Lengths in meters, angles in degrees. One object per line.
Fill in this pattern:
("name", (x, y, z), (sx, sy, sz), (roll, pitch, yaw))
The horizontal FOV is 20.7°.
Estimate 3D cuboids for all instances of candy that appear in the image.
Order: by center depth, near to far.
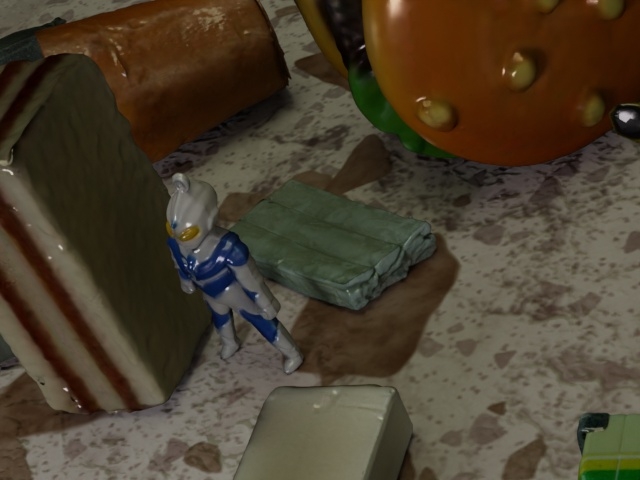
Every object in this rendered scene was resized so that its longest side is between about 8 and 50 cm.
("candy", (-0.225, 0.000, 1.590), (0.135, 0.320, 0.179), (-8, 41, 25))

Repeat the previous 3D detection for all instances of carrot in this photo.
("carrot", (-0.167, -0.180, 1.923), (0.254, 0.196, 0.196), (-22, 35, -8))

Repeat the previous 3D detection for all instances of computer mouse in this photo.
("computer mouse", (-0.399, -0.207, 2.176), (0.229, 0.068, 0.113), (-30, 21, -30))

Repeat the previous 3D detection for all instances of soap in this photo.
("soap", (-0.007, 0.199, 1.425), (0.121, 0.063, 0.183), (-3, 39, 24))

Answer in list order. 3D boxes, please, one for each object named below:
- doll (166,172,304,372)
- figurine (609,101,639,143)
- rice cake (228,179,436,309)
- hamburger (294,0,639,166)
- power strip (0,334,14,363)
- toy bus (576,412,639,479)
("doll", (-0.095, 0.026, 1.559), (0.114, 0.227, 0.057), (15, 50, 40))
("figurine", (0.415, -0.077, 1.475), (0.218, 0.169, 0.327), (-32, 37, -22))
("rice cake", (0.000, 0.000, 1.708), (0.124, 0.038, 0.211), (-38, 37, -22))
("hamburger", (0.180, -0.278, 1.682), (0.396, 0.395, 0.277), (-30, 35, -12))
("power strip", (-0.396, 0.073, 1.804), (0.145, 0.061, 0.215), (-28, 34, 0))
("toy bus", (0.311, 0.199, 1.192), (0.276, 0.133, 0.164), (-6, 38, 22))
